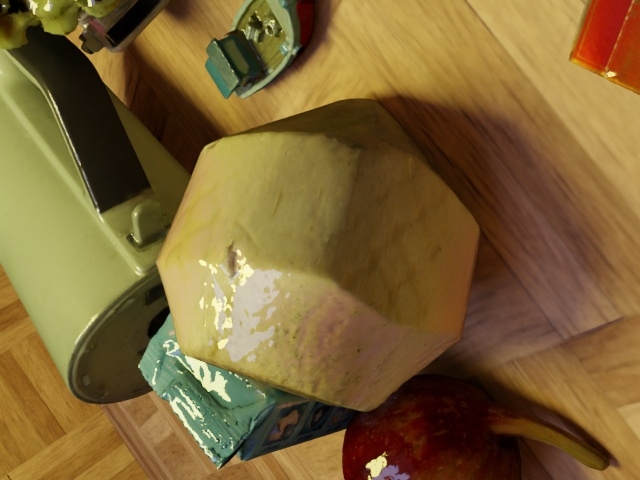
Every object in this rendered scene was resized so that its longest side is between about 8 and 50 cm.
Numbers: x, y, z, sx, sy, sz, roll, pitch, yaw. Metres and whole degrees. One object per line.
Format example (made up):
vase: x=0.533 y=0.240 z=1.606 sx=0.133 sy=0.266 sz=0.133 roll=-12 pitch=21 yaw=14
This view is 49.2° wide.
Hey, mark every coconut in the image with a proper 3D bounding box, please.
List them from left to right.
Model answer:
coconut: x=0.000 y=0.000 z=0.566 sx=0.259 sy=0.259 sz=0.259 roll=35 pitch=143 yaw=32

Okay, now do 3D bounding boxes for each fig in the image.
fig: x=0.127 y=0.194 z=0.656 sx=0.175 sy=0.175 sz=0.207 roll=50 pitch=123 yaw=12

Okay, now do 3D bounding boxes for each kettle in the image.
kettle: x=-0.265 y=-0.060 z=0.785 sx=0.377 sy=0.250 sz=0.361 roll=47 pitch=155 yaw=25

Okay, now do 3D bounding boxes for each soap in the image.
soap: x=-0.037 y=0.128 z=0.706 sx=0.156 sy=0.293 sz=0.077 roll=37 pitch=106 yaw=28

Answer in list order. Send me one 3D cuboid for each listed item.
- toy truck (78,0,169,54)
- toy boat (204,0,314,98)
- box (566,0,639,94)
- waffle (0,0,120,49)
toy truck: x=-0.275 y=-0.310 z=0.746 sx=0.268 sy=0.124 sz=0.155 roll=43 pitch=180 yaw=20
toy boat: x=-0.057 y=-0.181 z=0.638 sx=0.069 sy=0.059 sz=0.173 roll=59 pitch=149 yaw=-4
box: x=0.218 y=-0.104 z=0.332 sx=0.175 sy=0.048 sz=0.112 roll=38 pitch=146 yaw=28
waffle: x=-0.235 y=-0.335 z=0.603 sx=0.317 sy=0.297 sz=0.073 roll=59 pitch=-165 yaw=13
